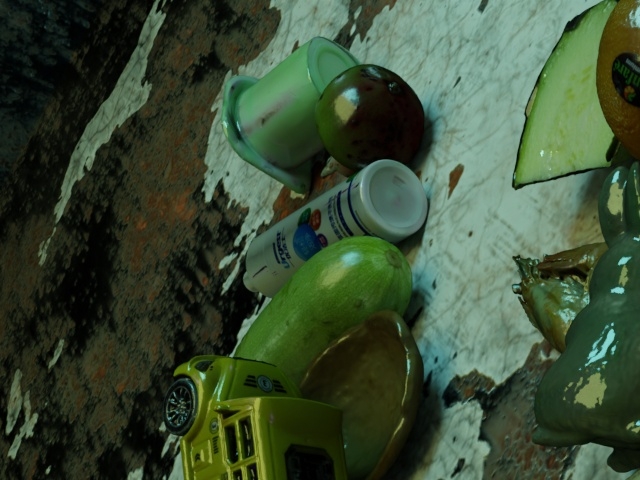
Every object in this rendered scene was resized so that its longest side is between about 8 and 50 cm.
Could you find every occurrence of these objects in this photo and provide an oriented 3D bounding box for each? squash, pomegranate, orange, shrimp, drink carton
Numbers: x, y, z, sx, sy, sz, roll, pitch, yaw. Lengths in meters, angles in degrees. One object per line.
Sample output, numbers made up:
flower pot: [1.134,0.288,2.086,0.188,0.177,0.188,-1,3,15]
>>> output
squash: [-0.027,0.117,2.177,0.370,0.118,0.118,-45,30,41]
pomegranate: [0.051,-0.119,2.254,0.129,0.129,0.159,-118,39,-62]
orange: [0.323,-0.140,1.619,0.206,0.206,0.206,-46,29,35]
shrimp: [0.234,0.045,1.789,0.115,0.051,0.217,-56,23,1]
drink carton: [-0.023,-0.168,2.438,0.142,0.144,0.146,-36,36,37]
squash: [0.272,-0.128,1.836,0.192,0.085,0.184,-9,61,65]

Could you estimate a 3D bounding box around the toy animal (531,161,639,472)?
toy animal: [0.262,0.061,1.632,0.127,0.125,0.251,2,67,35]

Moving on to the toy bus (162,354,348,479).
toy bus: [-0.048,0.261,1.951,0.151,0.145,0.331,-32,57,43]

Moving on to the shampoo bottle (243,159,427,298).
shampoo bottle: [0.000,0.000,2.266,0.303,0.092,0.092,-29,41,51]

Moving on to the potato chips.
potato chips: [0.049,0.170,2.020,0.195,0.062,0.208,31,101,58]

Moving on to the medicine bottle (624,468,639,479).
medicine bottle: [0.265,0.202,1.549,0.231,0.059,0.059,-44,30,37]
